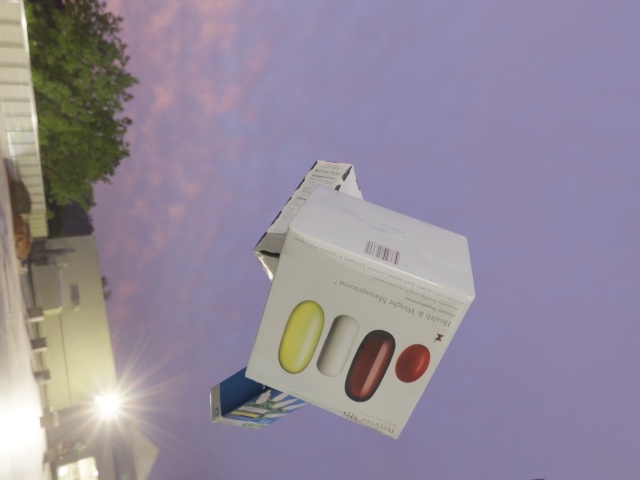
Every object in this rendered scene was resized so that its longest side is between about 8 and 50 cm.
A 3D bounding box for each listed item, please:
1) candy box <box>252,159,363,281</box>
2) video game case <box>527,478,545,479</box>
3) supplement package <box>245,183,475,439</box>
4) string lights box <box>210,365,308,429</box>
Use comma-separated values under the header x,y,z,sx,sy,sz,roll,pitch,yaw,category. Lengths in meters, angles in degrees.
x,y,z,sx,sy,sz,roll,pitch,yaw,category
0.000,0.000,0.760,0.070,0.196,0.165,13,-34,31,candy box
0.198,0.390,0.464,0.196,0.026,0.275,115,-30,-56,video game case
0.043,0.077,0.562,0.149,0.194,0.203,-61,170,-63,supplement package
-0.091,0.294,0.973,0.259,0.133,0.077,-36,-134,28,string lights box
